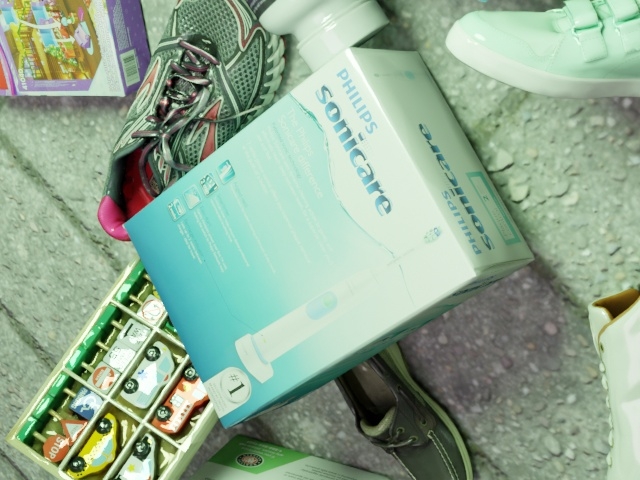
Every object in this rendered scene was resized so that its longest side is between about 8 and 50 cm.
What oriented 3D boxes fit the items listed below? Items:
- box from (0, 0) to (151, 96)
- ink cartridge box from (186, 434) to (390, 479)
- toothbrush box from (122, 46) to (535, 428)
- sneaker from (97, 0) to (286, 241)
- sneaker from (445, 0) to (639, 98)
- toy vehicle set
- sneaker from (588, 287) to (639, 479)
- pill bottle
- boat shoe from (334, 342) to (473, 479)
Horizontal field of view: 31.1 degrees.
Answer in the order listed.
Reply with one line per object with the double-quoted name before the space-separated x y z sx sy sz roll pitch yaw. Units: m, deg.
"box" -0.283 -0.290 1.137 0.200 0.057 0.293 4 114 29
"ink cartridge box" -0.074 0.334 1.167 0.201 0.278 0.117 11 117 27
"toothbrush box" 0.000 0.000 1.014 0.295 0.126 0.216 -36 77 31
"sneaker" -0.125 -0.118 1.089 0.120 0.112 0.299 32 124 15
"sneaker" 0.222 -0.181 0.822 0.255 0.094 0.151 3 121 -4
"toy vehicle set" -0.175 0.138 1.172 0.166 0.267 0.035 29 166 16
"sneaker" 0.275 0.115 0.973 0.123 0.106 0.290 26 114 26
"pill bottle" -0.027 -0.243 0.973 0.108 0.108 0.194 -32 94 37
"boat shoe" 0.067 0.170 1.132 0.080 0.073 0.224 -28 95 39
